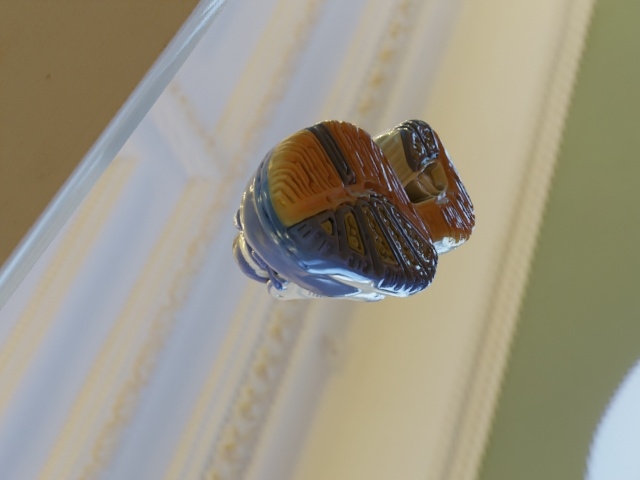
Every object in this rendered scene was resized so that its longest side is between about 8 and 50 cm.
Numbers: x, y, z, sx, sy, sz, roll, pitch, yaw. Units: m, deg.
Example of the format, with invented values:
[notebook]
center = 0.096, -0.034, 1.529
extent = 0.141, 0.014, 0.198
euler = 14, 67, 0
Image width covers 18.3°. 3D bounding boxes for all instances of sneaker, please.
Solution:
[sneaker]
center = 0.000, 0.000, 1.198
extent = 0.112, 0.131, 0.296
euler = 66, -162, 5

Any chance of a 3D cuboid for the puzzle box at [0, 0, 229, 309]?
[puzzle box]
center = -0.208, -0.081, 0.751
extent = 0.409, 0.272, 0.052
euler = -54, -6, -15
